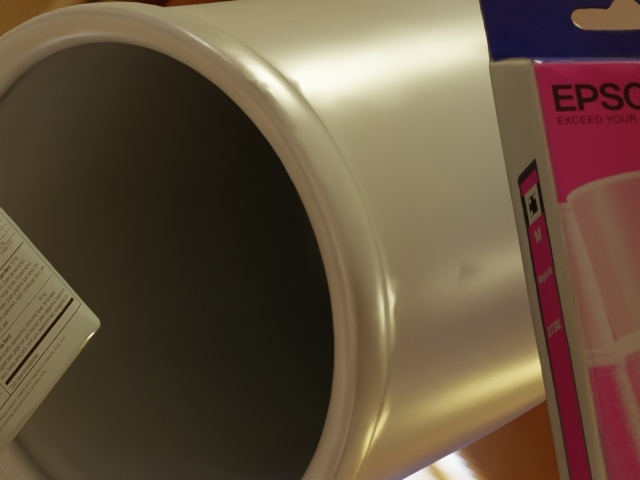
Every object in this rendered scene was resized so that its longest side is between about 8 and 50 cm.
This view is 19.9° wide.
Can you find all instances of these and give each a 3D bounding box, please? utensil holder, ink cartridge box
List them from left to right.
[{"bbox_3d":[0.000,0.000,1.146,0.327,0.385,0.328,10,-73,36],"label":"utensil holder"},{"bbox_3d":[0.193,0.011,0.920,0.175,0.371,0.069,-2,-22,-15],"label":"ink cartridge box"}]

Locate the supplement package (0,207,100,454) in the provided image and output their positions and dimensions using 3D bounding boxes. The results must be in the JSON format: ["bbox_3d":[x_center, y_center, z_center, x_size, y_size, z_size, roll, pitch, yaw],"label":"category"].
[{"bbox_3d":[-0.247,0.035,0.775,0.194,0.149,0.203,-28,-72,36],"label":"supplement package"}]
